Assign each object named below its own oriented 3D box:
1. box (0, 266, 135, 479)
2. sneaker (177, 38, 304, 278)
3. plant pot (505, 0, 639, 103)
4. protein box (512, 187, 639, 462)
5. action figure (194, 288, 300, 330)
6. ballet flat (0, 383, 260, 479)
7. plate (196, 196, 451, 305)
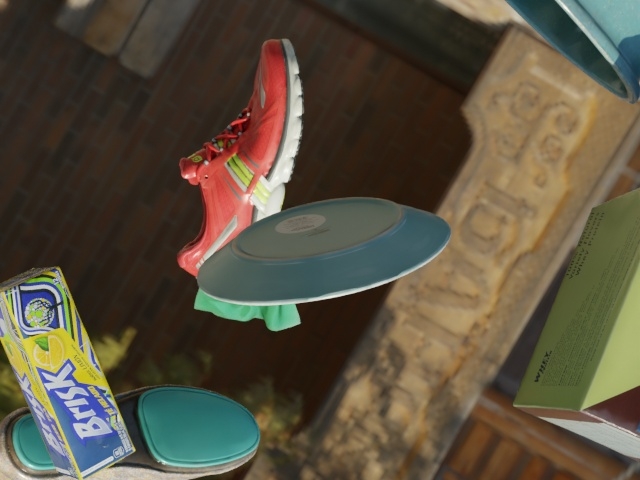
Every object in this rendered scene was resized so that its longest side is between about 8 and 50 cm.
[{"bbox_3d":[-0.215,0.108,1.084,0.054,0.169,0.059,-27,-168,-30],"label":"box"},{"bbox_3d":[-0.090,-0.085,1.417,0.107,0.118,0.279,-130,-126,-79],"label":"sneaker"},{"bbox_3d":[0.277,-0.356,1.170,0.334,0.341,0.341,-44,180,7],"label":"plant pot"},{"bbox_3d":[0.279,0.074,1.089,0.201,0.136,0.200,136,-23,-81],"label":"protein box"},{"bbox_3d":[-0.088,0.028,1.596,0.232,0.137,0.063,94,0,-60],"label":"action figure"},{"bbox_3d":[-0.215,0.215,1.414,0.106,0.316,0.107,-37,-123,43],"label":"ballet flat"},{"bbox_3d":[0.000,0.000,0.959,0.188,0.188,0.024,-56,137,-64],"label":"plate"}]
